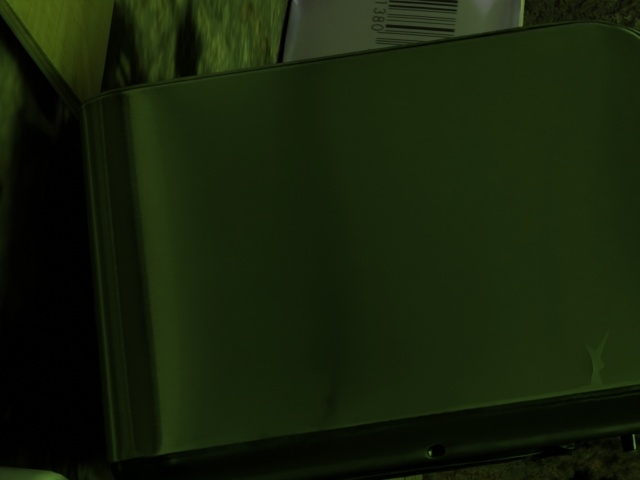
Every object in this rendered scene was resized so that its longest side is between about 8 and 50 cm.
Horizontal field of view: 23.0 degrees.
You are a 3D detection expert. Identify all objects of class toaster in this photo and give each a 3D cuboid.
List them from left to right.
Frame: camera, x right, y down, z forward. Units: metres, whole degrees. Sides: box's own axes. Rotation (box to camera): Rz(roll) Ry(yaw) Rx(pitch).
[{"bbox_3d":[0.015,0.018,0.454,0.168,0.185,0.110,79,2,-81],"label":"toaster"}]

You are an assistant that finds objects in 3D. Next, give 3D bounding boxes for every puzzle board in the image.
[{"bbox_3d":[-0.063,-0.106,0.392,0.096,0.011,0.128,67,28,-73],"label":"puzzle board"}]

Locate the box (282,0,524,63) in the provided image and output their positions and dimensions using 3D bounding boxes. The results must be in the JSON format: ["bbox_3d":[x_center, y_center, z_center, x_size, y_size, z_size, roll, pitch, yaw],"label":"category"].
[{"bbox_3d":[0.054,-0.049,0.937,0.311,0.121,0.148,82,13,-60],"label":"box"}]

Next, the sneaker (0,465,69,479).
[{"bbox_3d":[-0.045,0.143,0.252,0.290,0.123,0.106,-73,168,-55],"label":"sneaker"}]
